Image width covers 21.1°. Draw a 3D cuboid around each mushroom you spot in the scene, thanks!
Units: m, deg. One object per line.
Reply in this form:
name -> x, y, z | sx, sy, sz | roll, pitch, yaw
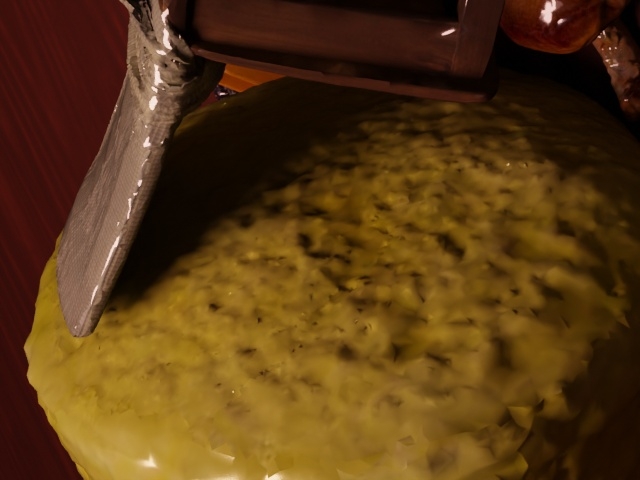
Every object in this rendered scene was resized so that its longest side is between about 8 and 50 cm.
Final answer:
mushroom -> 0.135, -0.120, 0.879 | 0.088, 0.073, 0.130 | -31, 89, 18

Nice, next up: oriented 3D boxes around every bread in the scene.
bread -> 0.033, 0.088, 0.940 | 0.348, 0.348, 0.308 | 35, 149, 42

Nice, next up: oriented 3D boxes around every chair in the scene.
chair -> -0.016, -0.107, 0.789 | 0.160, 0.186, 0.319 | -98, 15, -53

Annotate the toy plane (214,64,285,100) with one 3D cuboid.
toy plane -> 0.010, -0.005, 1.130 | 0.204, 0.103, 0.316 | 9, 123, 58
